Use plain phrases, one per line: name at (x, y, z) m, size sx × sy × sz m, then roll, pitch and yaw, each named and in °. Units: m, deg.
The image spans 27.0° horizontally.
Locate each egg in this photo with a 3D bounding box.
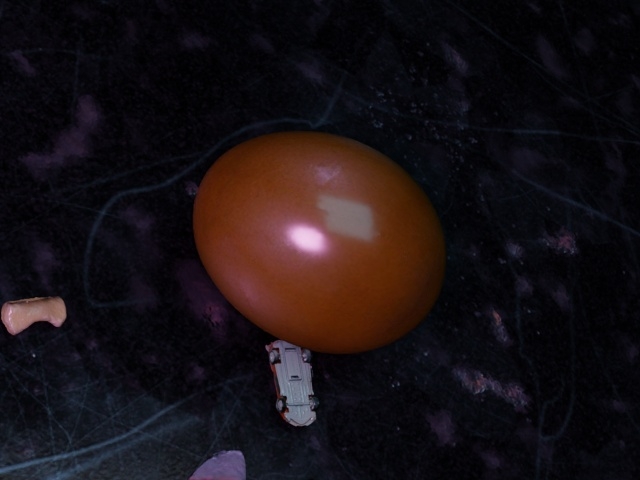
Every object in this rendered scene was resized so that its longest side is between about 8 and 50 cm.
egg at (0.000, 0.000, 1.769) m, size 0.351 × 0.282 × 0.283 m, roll 27°, pitch 51°, yaw -6°

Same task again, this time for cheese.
cheese at (-0.355, 0.093, 1.661) m, size 0.083 × 0.030 × 0.044 m, roll -5°, pitch 85°, yaw -39°

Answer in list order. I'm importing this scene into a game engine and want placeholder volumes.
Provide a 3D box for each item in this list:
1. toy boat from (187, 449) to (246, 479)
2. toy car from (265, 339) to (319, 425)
toy boat at (-0.125, 0.371, 1.602) m, size 0.206 × 0.096 × 0.282 m, roll 2°, pitch 50°, yaw -14°
toy car at (-0.037, 0.191, 1.790) m, size 0.059 × 0.035 × 0.122 m, roll 2°, pitch 69°, yaw -31°
